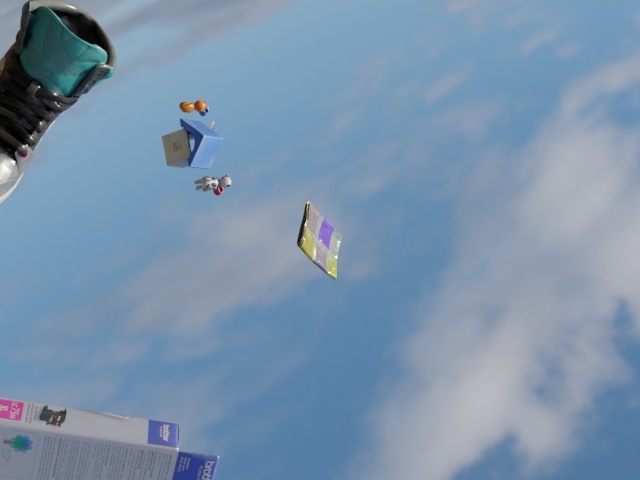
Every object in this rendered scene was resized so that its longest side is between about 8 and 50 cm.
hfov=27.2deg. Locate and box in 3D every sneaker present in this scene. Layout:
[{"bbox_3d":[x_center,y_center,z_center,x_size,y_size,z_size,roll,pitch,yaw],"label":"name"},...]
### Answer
[{"bbox_3d":[-0.317,-0.164,1.457,0.178,0.123,0.296,-41,-159,42],"label":"sneaker"}]

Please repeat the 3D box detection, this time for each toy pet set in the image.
[{"bbox_3d":[-0.140,-0.125,1.644,0.065,0.122,0.114,-17,171,28],"label":"toy pet set"}]

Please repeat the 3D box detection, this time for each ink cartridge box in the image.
[{"bbox_3d":[-0.295,0.299,1.639,0.311,0.186,0.065,11,-153,-9],"label":"ink cartridge box"}]

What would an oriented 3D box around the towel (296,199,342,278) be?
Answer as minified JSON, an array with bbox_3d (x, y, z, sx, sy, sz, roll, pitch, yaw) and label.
[{"bbox_3d":[0.000,0.000,1.474,0.009,0.083,0.060,-9,-126,30],"label":"towel"}]
